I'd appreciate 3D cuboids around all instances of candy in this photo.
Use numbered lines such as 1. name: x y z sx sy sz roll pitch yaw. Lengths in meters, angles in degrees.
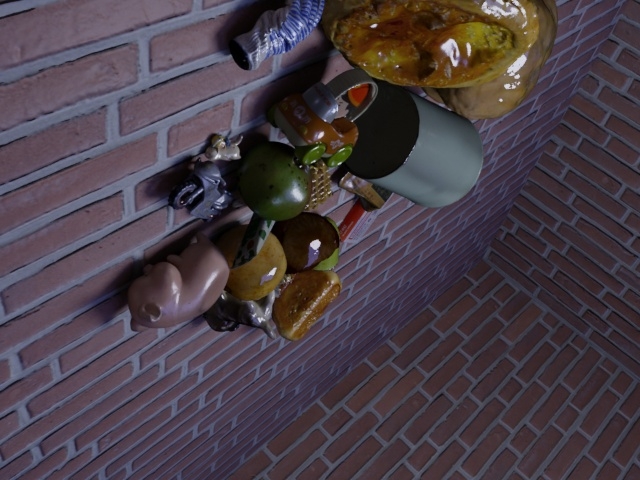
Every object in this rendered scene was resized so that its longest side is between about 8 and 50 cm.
1. candy: 0.139 -0.175 2.047 0.143 0.101 0.271 -50 154 3

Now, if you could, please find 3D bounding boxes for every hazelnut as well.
1. hazelnut: -0.045 0.007 1.873 0.201 0.170 0.161 -4 135 -33

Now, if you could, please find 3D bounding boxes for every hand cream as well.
1. hand cream: -0.135 -0.047 1.619 0.095 0.059 0.276 -25 -146 43

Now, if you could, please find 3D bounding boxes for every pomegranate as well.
1. pomegranate: -0.121 -0.122 1.545 0.209 0.180 0.180 -26 170 27
2. pomegranate: -0.169 0.049 1.699 0.196 0.196 0.196 -41 157 -21

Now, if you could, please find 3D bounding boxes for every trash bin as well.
1. trash bin: 0.247 -0.246 1.845 0.432 0.280 0.280 10 119 -56

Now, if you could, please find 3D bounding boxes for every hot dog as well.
1. hot dog: -0.063 0.177 2.160 0.257 0.153 0.150 -49 155 -6

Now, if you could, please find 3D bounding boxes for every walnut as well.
1. walnut: 0.397 -0.481 1.689 0.383 0.383 0.384 -41 157 -21

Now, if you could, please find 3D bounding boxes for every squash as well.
1. squash: 0.000 0.000 2.040 0.123 0.123 0.187 -39 153 -25

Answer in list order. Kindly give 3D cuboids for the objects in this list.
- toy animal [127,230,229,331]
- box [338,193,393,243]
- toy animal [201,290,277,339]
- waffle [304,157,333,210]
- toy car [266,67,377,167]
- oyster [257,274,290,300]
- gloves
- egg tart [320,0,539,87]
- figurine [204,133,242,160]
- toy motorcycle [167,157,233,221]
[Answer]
1. toy animal: -0.313 0.103 1.539 0.250 0.154 0.166 -35 163 -27
2. box: 0.139 -0.085 2.256 0.229 0.050 0.123 -55 156 15
3. toy animal: -0.218 0.170 1.827 0.121 0.233 0.169 -30 118 -46
4. waffle: -0.008 -0.149 1.865 0.161 0.046 0.192 -55 159 15
5. toy car: 0.022 -0.284 1.506 0.235 0.145 0.235 -33 163 -12
6. oyster: -0.169 0.127 1.968 0.161 0.107 0.233 -35 174 -44
7. gloves: -0.070 -0.399 1.280 0.229 0.097 0.119 -50 -170 -13
8. egg tart: 0.215 -0.462 1.396 0.443 0.442 0.178 41 55 -69
9. figurine: -0.199 -0.194 1.426 0.083 0.047 0.051 -14 125 -45
10. toy motorcycle: -0.241 -0.103 1.447 0.122 0.080 0.215 -48 164 4
